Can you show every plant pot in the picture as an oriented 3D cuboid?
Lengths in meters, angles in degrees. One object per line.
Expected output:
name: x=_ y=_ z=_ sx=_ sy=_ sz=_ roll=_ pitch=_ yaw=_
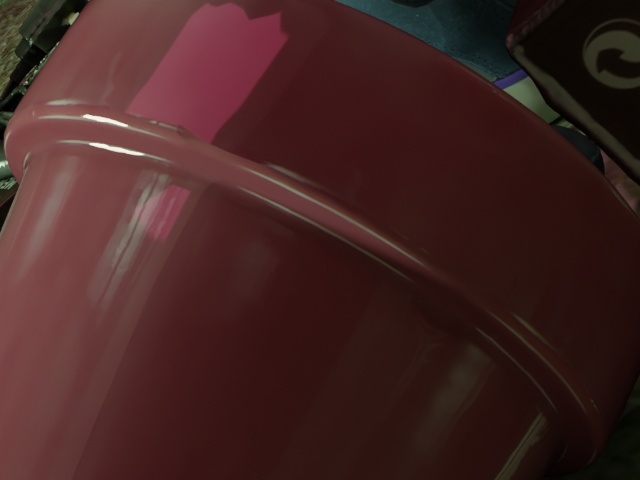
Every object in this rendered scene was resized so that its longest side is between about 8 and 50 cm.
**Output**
plant pot: x=-0.026 y=0.053 z=0.424 sx=0.201 sy=0.201 sz=0.180 roll=-1 pitch=55 yaw=58

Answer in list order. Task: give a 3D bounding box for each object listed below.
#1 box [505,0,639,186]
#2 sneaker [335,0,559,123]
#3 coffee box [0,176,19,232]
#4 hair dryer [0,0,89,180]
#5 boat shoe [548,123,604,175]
box: x=0.239 y=-0.171 z=0.416 sx=0.381 sy=0.143 sz=0.191 roll=-44 pitch=13 yaw=33
sneaker: x=0.117 y=-0.217 z=0.700 sx=0.323 sy=0.236 sz=0.130 roll=-38 pitch=20 yaw=-5
coffee box: x=-0.172 y=-0.022 z=0.934 sx=0.141 sy=0.098 sz=0.246 roll=-45 pitch=21 yaw=-17
hair dryer: x=-0.249 y=-0.054 z=0.875 sx=0.293 sy=0.080 sz=0.223 roll=-41 pitch=22 yaw=4
boat shoe: x=0.000 y=0.000 z=0.613 sx=0.255 sy=0.095 sz=0.079 roll=-15 pitch=30 yaw=42
